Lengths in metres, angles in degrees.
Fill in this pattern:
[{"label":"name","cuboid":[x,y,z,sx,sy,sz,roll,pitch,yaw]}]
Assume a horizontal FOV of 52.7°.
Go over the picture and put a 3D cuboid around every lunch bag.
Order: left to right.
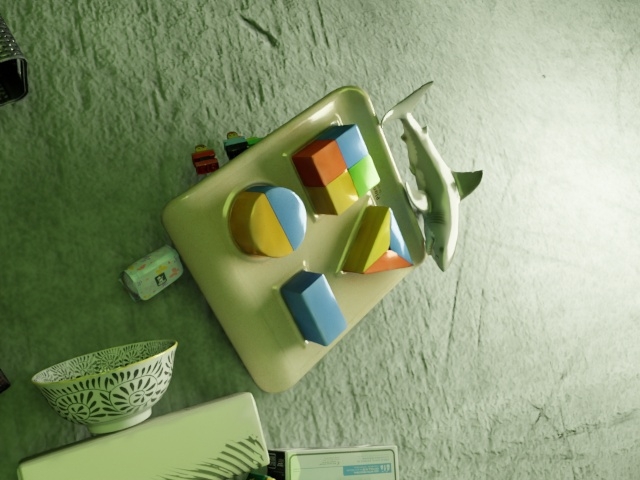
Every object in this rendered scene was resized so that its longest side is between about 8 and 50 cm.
[{"label":"lunch bag","cuboid":[-0.225,0.044,0.860,0.071,0.083,0.053,-36,90,-28]}]

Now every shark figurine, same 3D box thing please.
[{"label":"shark figurine","cuboid":[0.188,-0.112,1.000,0.166,0.116,0.278,-54,128,-64]}]

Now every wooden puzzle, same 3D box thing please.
[{"label":"wooden puzzle","cuboid":[0.000,0.000,0.900,0.348,0.080,0.322,-38,118,-25]}]

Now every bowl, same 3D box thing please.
[{"label":"bowl","cuboid":[-0.248,0.180,0.774,0.170,0.170,0.080,-12,92,-25]}]

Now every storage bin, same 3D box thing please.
[{"label":"storage bin","cuboid":[-0.473,-0.211,0.809,0.180,0.122,0.084,-30,88,-27]}]

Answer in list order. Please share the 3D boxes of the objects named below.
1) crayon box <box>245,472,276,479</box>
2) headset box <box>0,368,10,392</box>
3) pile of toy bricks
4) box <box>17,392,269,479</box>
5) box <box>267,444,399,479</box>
[{"label":"crayon box","cuboid":[0.001,0.414,0.749,0.278,0.081,0.165,34,65,-9]},{"label":"headset box","cuboid":[-0.428,0.085,0.646,0.110,0.293,0.218,-37,90,-27]},{"label":"pile of toy bricks","cuboid":[-0.103,-0.123,0.961,0.212,0.118,0.105,-14,45,-16]},{"label":"box","cuboid":[-0.211,0.268,0.786,0.275,0.113,0.094,-13,81,-24]},{"label":"box","cuboid":[0.021,0.422,0.850,0.169,0.087,0.290,5,73,-21]}]
